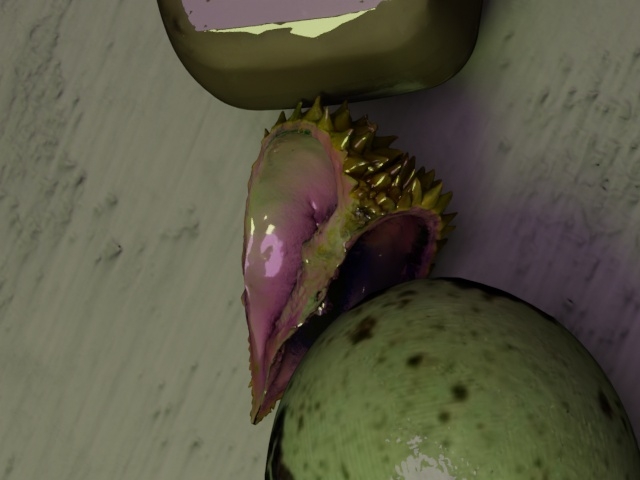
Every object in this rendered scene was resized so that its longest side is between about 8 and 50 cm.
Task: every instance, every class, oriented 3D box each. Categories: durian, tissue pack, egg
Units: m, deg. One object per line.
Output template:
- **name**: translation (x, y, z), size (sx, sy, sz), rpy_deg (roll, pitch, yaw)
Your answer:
- **durian**: translation (0.005, -0.010, 1.572), size (0.186, 0.154, 0.260), rpy_deg (55, 138, 9)
- **tissue pack**: translation (0.001, -0.300, 1.579), size (0.267, 0.277, 0.387), rpy_deg (-6, 83, 15)
- **egg**: translation (0.106, 0.216, 1.469), size (0.288, 0.287, 0.379), rpy_deg (-15, 93, 21)
